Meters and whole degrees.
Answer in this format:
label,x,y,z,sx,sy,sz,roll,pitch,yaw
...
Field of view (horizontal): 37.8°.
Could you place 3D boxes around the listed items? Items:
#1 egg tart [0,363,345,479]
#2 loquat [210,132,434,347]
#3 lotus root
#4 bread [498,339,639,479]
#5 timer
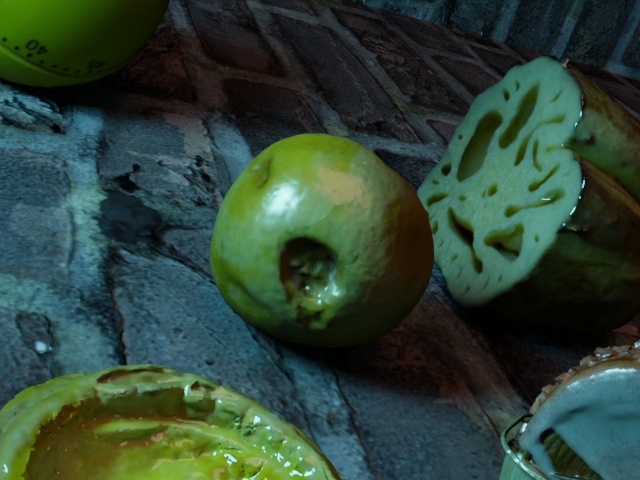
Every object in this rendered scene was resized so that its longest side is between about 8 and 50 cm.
label,x,y,z,sx,sy,sz,roll,pitch,yaw
egg tart,-0.088,0.187,0.566,0.279,0.095,0.279,19,28,-11
loquat,0.005,-0.001,0.892,0.213,0.213,0.213,16,25,-8
lotus root,0.296,-0.044,1.104,0.250,0.316,0.316,21,23,-17
bread,0.238,0.182,0.670,0.224,0.211,0.142,32,23,23
timer,-0.390,-0.361,1.234,0.387,0.376,0.376,-17,-2,40
